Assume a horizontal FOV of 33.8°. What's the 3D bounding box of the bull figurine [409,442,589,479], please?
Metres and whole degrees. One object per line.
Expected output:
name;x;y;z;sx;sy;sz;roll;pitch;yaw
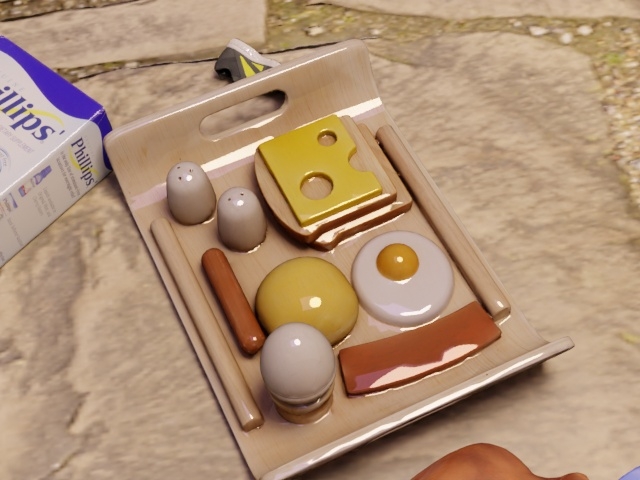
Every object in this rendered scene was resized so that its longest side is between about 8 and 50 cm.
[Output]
bull figurine;0.033;0.221;0.557;0.310;0.101;0.188;-39;26;-26

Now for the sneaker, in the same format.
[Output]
sneaker;-0.052;-0.132;0.864;0.083;0.031;0.035;34;79;27

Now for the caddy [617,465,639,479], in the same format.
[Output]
caddy;0.168;0.264;0.432;0.179;0.241;0.341;25;82;45

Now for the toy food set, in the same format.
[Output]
toy food set;0.000;0.000;0.735;0.219;0.092;0.306;-23;59;-10

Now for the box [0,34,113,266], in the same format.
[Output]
box;-0.247;-0.070;0.808;0.126;0.072;0.137;35;65;22
